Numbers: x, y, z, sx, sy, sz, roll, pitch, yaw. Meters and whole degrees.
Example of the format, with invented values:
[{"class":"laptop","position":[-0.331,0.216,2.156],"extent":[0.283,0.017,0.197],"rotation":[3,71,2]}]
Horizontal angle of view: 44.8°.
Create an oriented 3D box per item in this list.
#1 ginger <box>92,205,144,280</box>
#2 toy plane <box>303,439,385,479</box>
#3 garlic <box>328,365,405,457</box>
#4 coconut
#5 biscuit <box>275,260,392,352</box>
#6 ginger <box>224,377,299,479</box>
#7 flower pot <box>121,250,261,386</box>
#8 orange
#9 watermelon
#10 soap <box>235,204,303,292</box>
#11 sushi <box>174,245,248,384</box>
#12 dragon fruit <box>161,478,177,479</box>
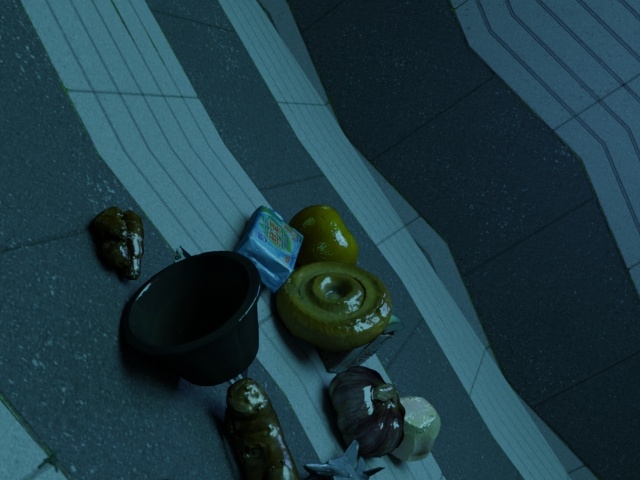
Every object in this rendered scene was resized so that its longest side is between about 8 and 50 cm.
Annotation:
[{"class":"ginger","position":[-0.385,-0.005,1.499],"extent":[0.103,0.073,0.162],"rotation":[32,31,-48]},{"class":"toy plane","position":[0.038,0.515,1.674],"extent":[0.267,0.088,0.212],"rotation":[24,35,-43]},{"class":"garlic","position":[0.129,0.414,1.921],"extent":[0.245,0.161,0.245],"rotation":[48,20,-24]},{"class":"coconut","position":[0.235,0.505,2.062],"extent":[0.147,0.152,0.147],"rotation":[13,33,-9]},{"class":"biscuit","position":[0.035,0.153,1.970],"extent":[0.296,0.297,0.102],"rotation":[-95,-170,-54]},{"class":"ginger","position":[-0.108,0.412,1.452],"extent":[0.133,0.107,0.309],"rotation":[49,19,-63]},{"class":"flower pot","position":[-0.212,0.160,1.443],"extent":[0.269,0.269,0.166],"rotation":[-97,167,-52]},{"class":"orange","position":[-0.002,0.001,2.241],"extent":[0.158,0.179,0.237],"rotation":[24,38,-62]},{"class":"watermelon","position":[0.065,0.250,2.112],"extent":[0.262,0.201,0.213],"rotation":[19,5,25]},{"class":"soap","position":[-0.132,0.010,2.036],"extent":[0.156,0.077,0.293],"rotation":[38,22,-12]},{"class":"sushi","position":[-0.218,0.155,1.678],"extent":[0.264,0.050,0.290],"rotation":[46,21,-26]},{"class":"dragon fruit","position":[-0.183,0.465,1.106],"extent":[0.269,0.198,0.200],"rotation":[-95,172,-52]}]
